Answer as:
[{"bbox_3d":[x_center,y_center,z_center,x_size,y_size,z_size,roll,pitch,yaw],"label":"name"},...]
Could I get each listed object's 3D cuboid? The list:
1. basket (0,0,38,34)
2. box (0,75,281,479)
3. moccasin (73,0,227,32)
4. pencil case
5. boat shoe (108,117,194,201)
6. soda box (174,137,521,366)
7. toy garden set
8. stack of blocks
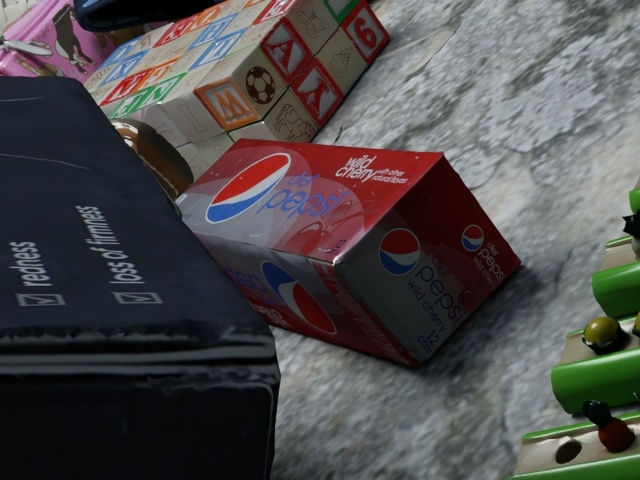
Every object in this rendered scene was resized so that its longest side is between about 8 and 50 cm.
[{"bbox_3d":[-0.354,-0.266,1.872,0.289,0.201,0.255,-11,33,30],"label":"basket"},{"bbox_3d":[-0.306,0.100,0.637,0.471,0.297,0.480,3,14,-16],"label":"box"},{"bbox_3d":[-0.068,-0.237,1.458,0.342,0.138,0.117,-4,63,26],"label":"moccasin"},{"bbox_3d":[-0.236,-0.202,1.609,0.167,0.160,0.386,-38,14,43],"label":"pencil case"},{"bbox_3d":[-0.227,0.022,1.232,0.324,0.122,0.120,-31,26,37],"label":"boat shoe"},{"bbox_3d":[0.000,0.000,0.951,0.092,0.083,0.263,-45,23,-16],"label":"soda box"},{"bbox_3d":[0.195,0.004,0.689,0.203,0.049,0.244,-18,28,40],"label":"toy garden set"},{"bbox_3d":[-0.105,-0.122,1.353,0.297,0.087,0.171,-13,32,46],"label":"stack of blocks"}]
